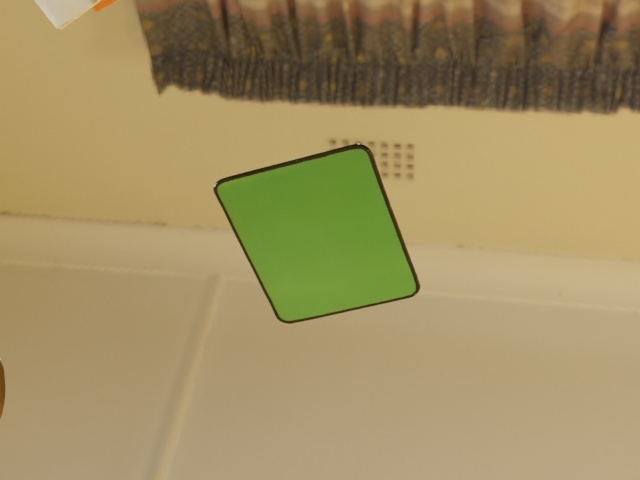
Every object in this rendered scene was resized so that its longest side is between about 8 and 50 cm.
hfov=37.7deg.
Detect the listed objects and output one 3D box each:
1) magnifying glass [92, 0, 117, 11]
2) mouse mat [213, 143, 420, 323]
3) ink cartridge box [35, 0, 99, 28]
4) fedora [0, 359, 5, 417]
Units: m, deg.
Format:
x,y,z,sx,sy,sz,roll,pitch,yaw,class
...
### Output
x,y,z,sx,sy,sz,roll,pitch,yaw,class
-0.250,-0.399,1.394,0.231,0.026,0.092,-19,-125,25,magnifying glass
0.000,0.000,0.889,0.153,0.189,0.007,-13,-142,14,mouse mat
-0.351,-0.406,1.237,0.086,0.203,0.148,-21,-153,34,ink cartridge box
-0.410,0.166,1.005,0.194,0.079,0.194,-3,-100,15,fedora
